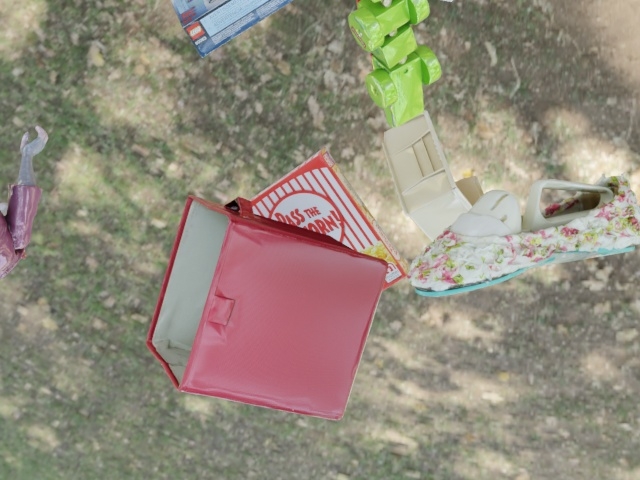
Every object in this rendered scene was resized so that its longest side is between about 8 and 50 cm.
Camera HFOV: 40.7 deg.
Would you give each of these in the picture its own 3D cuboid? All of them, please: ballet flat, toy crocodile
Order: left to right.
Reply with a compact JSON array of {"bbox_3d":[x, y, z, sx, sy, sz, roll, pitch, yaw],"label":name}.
[{"bbox_3d":[0.112,-0.319,1.394,0.115,0.105,0.340,-33,143,-9],"label":"toy crocodile"},{"bbox_3d":[0.179,-0.013,0.758,0.241,0.091,0.077,-12,104,-24],"label":"ballet flat"}]

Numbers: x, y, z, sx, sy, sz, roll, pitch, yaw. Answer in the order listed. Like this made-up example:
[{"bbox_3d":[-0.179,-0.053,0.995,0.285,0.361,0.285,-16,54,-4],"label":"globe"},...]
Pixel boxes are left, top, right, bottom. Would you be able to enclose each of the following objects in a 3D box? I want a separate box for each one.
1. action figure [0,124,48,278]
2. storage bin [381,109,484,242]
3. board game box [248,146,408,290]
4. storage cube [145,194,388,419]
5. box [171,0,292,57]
[{"bbox_3d":[-0.450,-0.023,1.112,0.248,0.276,0.370,-29,160,-4],"label":"action figure"},{"bbox_3d":[0.265,-0.107,1.875,0.123,0.260,0.262,-29,137,19],"label":"storage bin"},{"bbox_3d":[0.000,0.000,1.122,0.146,0.045,0.193,-34,98,17],"label":"board game box"},{"bbox_3d":[-0.065,0.071,0.978,0.193,0.183,0.215,16,93,-24],"label":"storage cube"},{"bbox_3d":[-0.107,-0.319,1.061,0.159,0.233,0.044,-32,124,3],"label":"box"}]
